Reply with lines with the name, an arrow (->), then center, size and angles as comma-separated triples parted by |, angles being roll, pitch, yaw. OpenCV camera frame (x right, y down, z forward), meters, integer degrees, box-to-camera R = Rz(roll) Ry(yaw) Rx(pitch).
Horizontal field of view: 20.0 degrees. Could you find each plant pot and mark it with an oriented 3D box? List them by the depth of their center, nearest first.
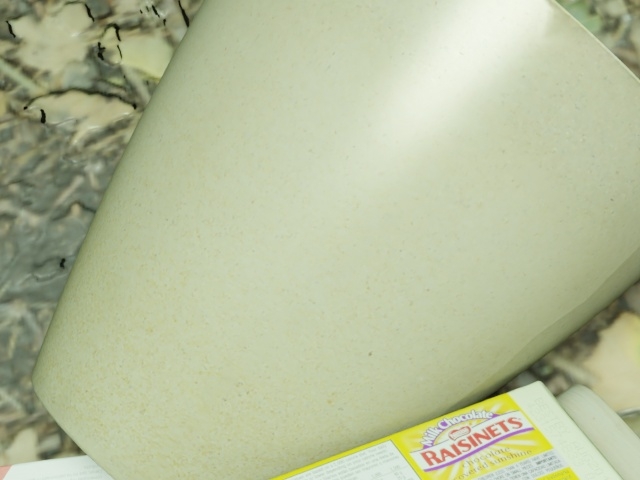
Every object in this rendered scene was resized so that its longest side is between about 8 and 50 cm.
plant pot -> 0.000, 0.000, 0.845 | 0.274, 0.256, 0.256 | -48, 60, 1

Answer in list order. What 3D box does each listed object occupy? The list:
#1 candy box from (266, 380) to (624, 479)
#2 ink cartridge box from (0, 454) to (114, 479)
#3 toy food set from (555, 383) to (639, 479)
candy box -> 0.029, 0.128, 0.749 | 0.205, 0.027, 0.105 | -18, 39, -18
ink cartridge box -> -0.138, 0.205, 0.836 | 0.115, 0.067, 0.198 | -8, 57, 7
toy food set -> 0.105, 0.224, 0.767 | 0.219, 0.092, 0.306 | -33, 49, -8
